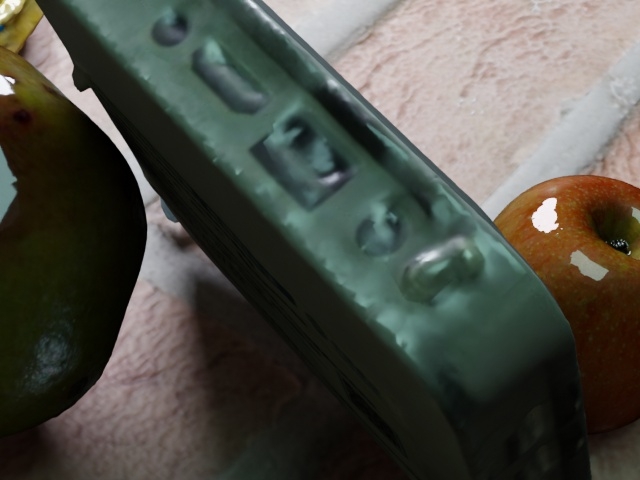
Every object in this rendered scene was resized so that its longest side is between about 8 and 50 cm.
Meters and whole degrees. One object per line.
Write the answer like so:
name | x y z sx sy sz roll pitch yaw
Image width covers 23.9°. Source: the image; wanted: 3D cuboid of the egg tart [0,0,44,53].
egg tart | -0.416 -0.265 1.269 0.388 0.169 0.388 3 52 -4

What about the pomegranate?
pomegranate | -0.260 0.011 1.014 0.290 0.323 0.291 1 79 -4

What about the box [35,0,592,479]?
box | 0.001 0.000 0.930 0.111 0.396 0.396 -41 66 -8

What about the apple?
apple | 0.189 0.044 1.087 0.181 0.168 0.181 11 43 -11

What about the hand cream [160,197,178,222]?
hand cream | -0.047 -0.053 1.214 0.170 0.043 0.065 -19 60 -27
